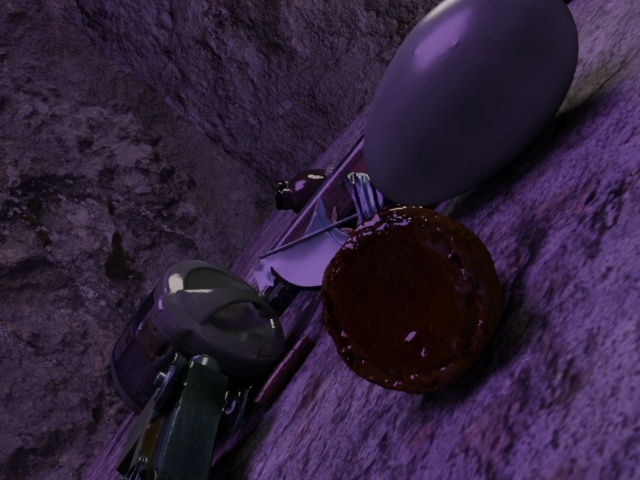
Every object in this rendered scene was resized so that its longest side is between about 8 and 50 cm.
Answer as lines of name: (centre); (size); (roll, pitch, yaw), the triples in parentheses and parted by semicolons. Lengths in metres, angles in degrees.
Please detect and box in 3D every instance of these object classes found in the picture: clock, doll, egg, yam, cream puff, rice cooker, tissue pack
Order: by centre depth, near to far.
cream puff: (0.112, 0.049, 0.690); (0.183, 0.183, 0.169); (-46, -16, 27)
egg: (0.195, -0.195, 0.950); (0.371, 0.230, 0.230); (-49, 8, 38)
yam: (-0.063, 0.225, 1.160); (0.145, 0.032, 0.032); (-52, 9, -16)
rice cooker: (-0.233, 0.197, 1.290); (0.277, 0.288, 0.288); (-52, 8, 22)
tissue pack: (0.040, -0.045, 1.306); (0.316, 0.103, 0.228); (-50, -15, 7)
doll: (0.025, -0.117, 1.578); (0.257, 0.118, 0.182); (-9, 26, 6)
clock: (-0.096, 0.123, 1.714); (0.215, 0.042, 0.215); (-49, 9, 10)

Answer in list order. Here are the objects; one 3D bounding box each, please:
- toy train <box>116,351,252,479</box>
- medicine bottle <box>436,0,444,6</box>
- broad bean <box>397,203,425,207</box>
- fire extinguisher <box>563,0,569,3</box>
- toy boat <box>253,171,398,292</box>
toy train: (-0.229, 0.353, 1.000); (0.253, 0.160, 0.397); (-55, 15, 25)
medicine bottle: (0.350, -0.488, 1.518); (0.086, 0.183, 0.086); (-50, 9, 11)
broad bean: (0.168, -0.100, 1.172); (0.165, 0.084, 0.114); (-53, 0, 11)
fire extinguisher: (0.498, -0.490, 1.319); (0.083, 0.025, 0.038); (147, 123, -64)
toy boat: (0.000, 0.008, 1.151); (0.290, 0.067, 0.221); (-22, 63, 18)
